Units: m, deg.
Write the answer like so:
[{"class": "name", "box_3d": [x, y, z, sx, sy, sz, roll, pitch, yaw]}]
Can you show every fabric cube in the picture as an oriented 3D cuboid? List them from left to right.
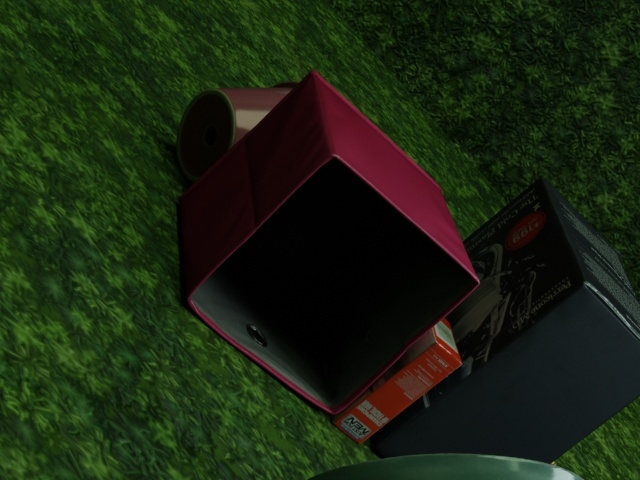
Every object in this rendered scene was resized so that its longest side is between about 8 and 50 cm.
[{"class": "fabric cube", "box_3d": [0.000, 0.000, 1.968, 0.254, 0.259, 0.258, 40, 16, -24]}]

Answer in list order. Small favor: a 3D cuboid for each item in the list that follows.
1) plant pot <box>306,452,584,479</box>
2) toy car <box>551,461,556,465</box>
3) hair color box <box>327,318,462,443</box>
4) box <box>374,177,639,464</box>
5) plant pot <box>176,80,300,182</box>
[{"class": "plant pot", "box_3d": [0.115, 0.338, 1.521, 0.293, 0.293, 0.196, 30, 51, -46]}, {"class": "toy car", "box_3d": [0.314, 0.321, 2.405, 0.060, 0.040, 0.122, 54, 18, 19]}, {"class": "hair color box", "box_3d": [0.087, 0.161, 1.971, 0.053, 0.167, 0.093, 41, 18, -26]}, {"class": "box", "box_3d": [0.240, 0.138, 2.101, 0.179, 0.343, 0.312, 43, 16, -21]}, {"class": "plant pot", "box_3d": [-0.086, -0.127, 2.183, 0.180, 0.201, 0.201, 10, 38, -40]}]
